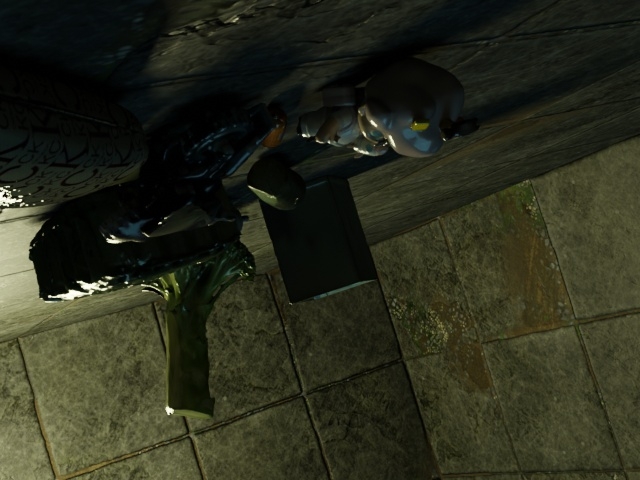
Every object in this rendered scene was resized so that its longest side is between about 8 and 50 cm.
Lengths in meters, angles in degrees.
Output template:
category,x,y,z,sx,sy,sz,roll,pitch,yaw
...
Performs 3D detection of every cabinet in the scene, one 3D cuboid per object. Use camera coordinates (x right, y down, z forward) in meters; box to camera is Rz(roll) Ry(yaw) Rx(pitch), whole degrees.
category,x,y,z,sx,sy,sz,roll,pitch,yaw
cabinet,0.000,0.000,1.808,0.145,0.206,0.150,-19,175,16

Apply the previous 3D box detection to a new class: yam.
category,x,y,z,sx,sy,sz,roll,pitch,yaw
yam,-0.065,-0.084,1.453,0.068,0.068,0.169,-18,175,8

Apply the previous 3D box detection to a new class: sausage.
category,x,y,z,sx,sy,sz,roll,pitch,yaw
sausage,-0.055,-0.136,1.122,0.031,0.031,0.107,-16,174,-9

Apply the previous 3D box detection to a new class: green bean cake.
category,x,y,z,sx,sy,sz,roll,pitch,yaw
green bean cake,-0.276,0.002,1.383,0.241,0.132,0.255,-18,177,-42

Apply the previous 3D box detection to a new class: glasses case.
category,x,y,z,sx,sy,sz,roll,pitch,yaw
glasses case,-0.257,-0.077,0.746,0.137,0.085,0.355,-21,174,15

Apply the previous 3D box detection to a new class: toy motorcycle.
category,x,y,z,sx,sy,sz,roll,pitch,yaw
toy motorcycle,-0.143,-0.075,1.090,0.159,0.106,0.270,-17,166,-48

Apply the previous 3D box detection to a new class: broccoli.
category,x,y,z,sx,sy,sz,roll,pitch,yaw
broccoli,-0.235,0.134,1.728,0.221,0.361,0.252,12,138,-41

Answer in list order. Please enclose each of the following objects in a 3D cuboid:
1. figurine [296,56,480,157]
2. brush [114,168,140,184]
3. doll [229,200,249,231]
category,x,y,z,sx,sy,sz,roll,pitch,yaw
figurine,0.078,-0.145,1.067,0.229,0.112,0.137,-4,176,37
brush,-0.300,-0.066,0.959,0.233,0.047,0.103,-15,174,-16
doll,-0.198,-0.030,1.628,0.180,0.079,0.094,-4,-164,-43
